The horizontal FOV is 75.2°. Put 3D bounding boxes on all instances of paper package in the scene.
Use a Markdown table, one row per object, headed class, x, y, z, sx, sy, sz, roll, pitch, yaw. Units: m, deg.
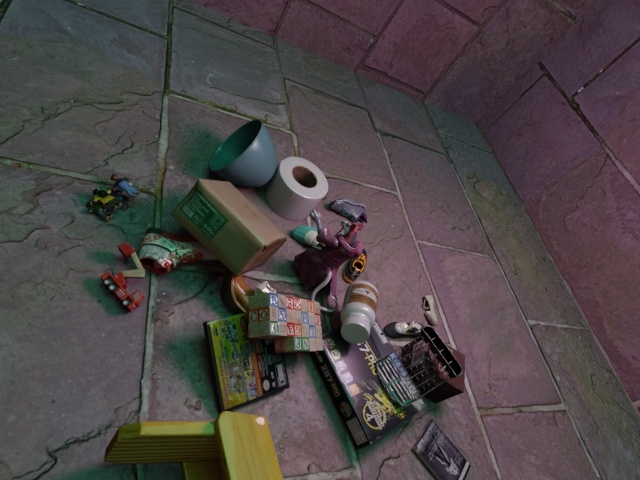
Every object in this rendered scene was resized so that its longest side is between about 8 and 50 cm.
| class | x | y | z | sx | sy | sz | roll | pitch | yaw |
| --- | --- | --- | --- | --- | --- | --- | --- | --- | --- |
| paper package | -0.313 | -0.052 | 1.493 | 0.325 | 0.168 | 0.309 | 44 | 9 | 2 |

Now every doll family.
| class | x | y | z | sx | sy | sz | roll | pitch | yaw |
| --- | --- | --- | --- | --- | --- | --- | --- | --- | --- |
| doll family | -0.727 | -0.157 | 1.448 | 0.111 | 0.076 | 0.193 | 35 | 38 | 0 |

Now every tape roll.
| class | x | y | z | sx | sy | sz | roll | pitch | yaw |
| --- | --- | --- | --- | --- | --- | --- | --- | --- | --- |
| tape roll | -0.109 | -0.233 | 1.877 | 0.245 | 0.169 | 0.246 | 20 | 47 | -23 |

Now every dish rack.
| class | x | y | z | sx | sy | sz | roll | pitch | yaw |
| --- | --- | --- | --- | --- | --- | --- | --- | --- | --- |
| dish rack | 0.345 | 0.458 | 1.501 | 0.271 | 0.074 | 0.208 | -24 | 60 | -18 |

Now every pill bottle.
| class | x | y | z | sx | sy | sz | roll | pitch | yaw |
| --- | --- | --- | --- | --- | --- | --- | --- | --- | --- |
| pill bottle | 0.143 | 0.267 | 1.553 | 0.131 | 0.131 | 0.229 | 33 | 34 | -8 |

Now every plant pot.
| class | x | y | z | sx | sy | sz | roll | pitch | yaw |
| --- | --- | --- | --- | --- | --- | --- | --- | --- | --- |
| plant pot | -0.300 | -0.344 | 1.783 | 0.195 | 0.290 | 0.291 | 45 | 36 | -35 |

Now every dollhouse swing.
| class | x | y | z | sx | sy | sz | roll | pitch | yaw |
| --- | --- | --- | --- | --- | --- | --- | --- | --- | --- |
| dollhouse swing | -0.299 | 0.574 | 0.950 | 0.304 | 0.347 | 0.316 | -1 | 57 | -37 |

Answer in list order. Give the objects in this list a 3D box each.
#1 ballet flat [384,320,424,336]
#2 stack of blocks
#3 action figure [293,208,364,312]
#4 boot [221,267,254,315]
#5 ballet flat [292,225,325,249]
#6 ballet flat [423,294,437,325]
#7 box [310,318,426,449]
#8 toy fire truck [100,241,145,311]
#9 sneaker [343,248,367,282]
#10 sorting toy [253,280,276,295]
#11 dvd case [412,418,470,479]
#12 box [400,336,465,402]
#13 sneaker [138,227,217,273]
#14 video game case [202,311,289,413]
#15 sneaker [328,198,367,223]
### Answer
| class | x | y | z | sx | sy | sz | roll | pitch | yaw |
| --- | --- | --- | --- | --- | --- | --- | --- | --- | --- |
| ballet flat | 0.369 | 0.378 | 1.794 | 0.203 | 0.074 | 0.074 | 9 | 51 | -29 |
| stack of blocks | -0.108 | 0.279 | 1.370 | 0.297 | 0.087 | 0.172 | 25 | 56 | -55 |
| action figure | 0.038 | 0.060 | 1.592 | 0.247 | 0.370 | 0.276 | 18 | 46 | -24 |
| boot | -0.226 | 0.209 | 1.474 | 0.219 | 0.109 | 0.284 | 3 | 57 | -33 |
| ballet flat | 0.000 | 0.000 | 1.814 | 0.247 | 0.083 | 0.087 | 21 | 6 | -24 |
| ballet flat | 0.513 | 0.332 | 1.959 | 0.052 | 0.057 | 0.168 | 3 | 45 | 1 |
| box | 0.170 | 0.501 | 1.531 | 0.318 | 0.097 | 0.395 | -8 | 59 | -42 |
| toy fire truck | -0.603 | 0.113 | 1.302 | 0.192 | 0.047 | 0.135 | 45 | 61 | 5 |
| sneaker | 0.173 | 0.101 | 1.870 | 0.084 | 0.083 | 0.215 | 33 | 42 | -6 |
| sorting toy | -0.187 | 0.178 | 1.441 | 0.083 | 0.044 | 0.075 | 46 | 37 | -7 |
| dvd case | 0.452 | 0.806 | 1.542 | 0.221 | 0.018 | 0.164 | 49 | 42 | 9 |
| box | 0.446 | 0.512 | 1.667 | 0.203 | 0.167 | 0.169 | 33 | 44 | -9 |
| sneaker | -0.483 | 0.060 | 1.430 | 0.269 | 0.090 | 0.145 | 18 | 48 | -18 |
| video game case | -0.232 | 0.370 | 1.329 | 0.248 | 0.035 | 0.275 | -7 | 82 | -39 |
| sneaker | 0.146 | -0.141 | 2.050 | 0.223 | 0.083 | 0.098 | 5 | 58 | -33 |
